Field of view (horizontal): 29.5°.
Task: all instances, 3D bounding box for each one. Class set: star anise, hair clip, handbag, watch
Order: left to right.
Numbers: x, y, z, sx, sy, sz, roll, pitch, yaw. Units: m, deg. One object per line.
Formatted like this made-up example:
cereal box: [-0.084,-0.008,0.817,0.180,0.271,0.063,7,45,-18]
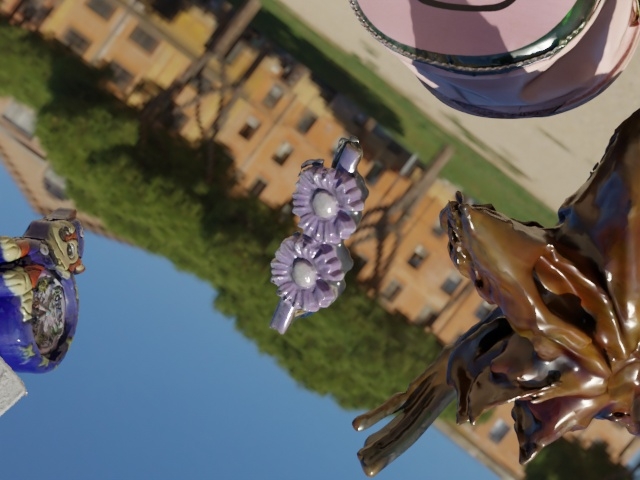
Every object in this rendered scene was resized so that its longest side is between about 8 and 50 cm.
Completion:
watch: [-0.385,0.067,1.383,0.200,0.171,0.196,-3,-169,14]
hair clip: [0.000,0.000,1.570,0.106,0.292,0.084,29,-151,23]
handbag: [0.129,-0.187,0.893,0.205,0.179,0.116,7,178,22]
star anise: [0.137,0.059,0.821,0.237,0.346,0.148,23,-144,-25]

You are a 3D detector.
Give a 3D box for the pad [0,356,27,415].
pad: [-0.403,0.172,1.143,0.156,0.232,0.004,40,165,29]
